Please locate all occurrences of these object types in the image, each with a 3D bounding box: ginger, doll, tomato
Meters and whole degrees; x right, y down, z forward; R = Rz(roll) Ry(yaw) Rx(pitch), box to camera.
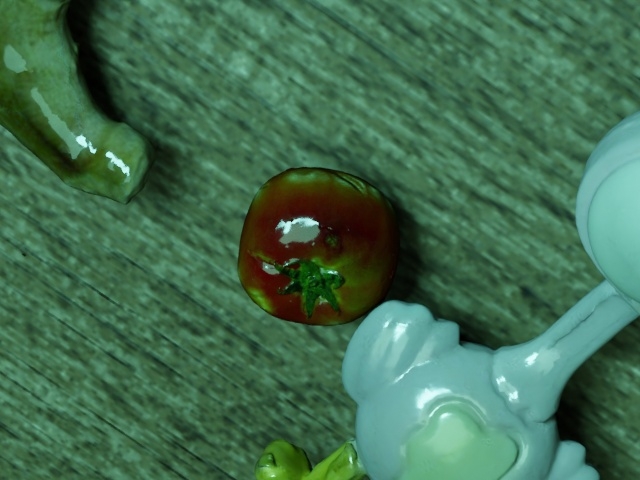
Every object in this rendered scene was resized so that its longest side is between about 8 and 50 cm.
[{"bbox_3d":[-0.178,-0.178,0.901,0.166,0.080,0.333,6,124,30],"label":"ginger"},{"bbox_3d":[0.127,0.054,0.897,0.160,0.094,0.365,45,125,-10],"label":"doll"},{"bbox_3d":[0.000,0.000,0.933,0.087,0.075,0.087,1,125,2],"label":"tomato"}]
